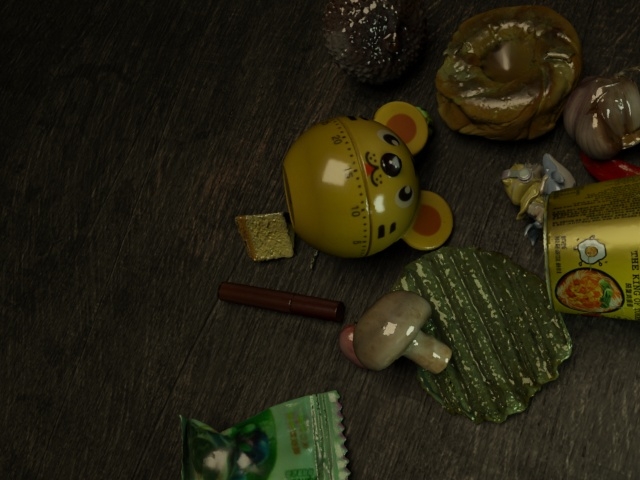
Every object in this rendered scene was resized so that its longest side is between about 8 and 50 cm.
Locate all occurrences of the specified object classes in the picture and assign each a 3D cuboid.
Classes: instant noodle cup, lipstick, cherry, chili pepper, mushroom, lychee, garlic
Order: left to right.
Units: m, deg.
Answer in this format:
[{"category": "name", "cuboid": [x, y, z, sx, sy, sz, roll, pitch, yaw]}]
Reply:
[{"category": "lipstick", "cuboid": [-0.108, 0.156, 1.836, 0.356, 0.057, 0.057, 7, 74, 28]}, {"category": "cherry", "cuboid": [0.087, 0.244, 1.684, 0.086, 0.106, 0.126, -24, 64, 9]}, {"category": "lychee", "cuboid": [0.132, -0.559, 1.869, 0.300, 0.300, 0.300, -8, 68, 21]}, {"category": "mushroom", "cuboid": [0.170, 0.213, 1.573, 0.206, 0.209, 0.206, -27, 22, 12]}, {"category": "instant noodle cup", "cuboid": [0.586, 0.017, 1.417, 0.254, 0.325, 0.326, -3, 70, 23]}, {"category": "garlic", "cuboid": [0.662, -0.284, 1.553, 0.207, 0.256, 0.207, 7, 70, -19]}, {"category": "chili pepper", "cuboid": [0.732, -0.134, 1.548, 0.368, 0.092, 0.137, 18, 67, 26]}]

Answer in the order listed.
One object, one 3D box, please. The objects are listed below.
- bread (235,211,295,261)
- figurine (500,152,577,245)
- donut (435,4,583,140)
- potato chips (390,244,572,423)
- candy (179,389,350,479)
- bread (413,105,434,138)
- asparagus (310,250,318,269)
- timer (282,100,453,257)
[{"category": "bread", "cuboid": [-0.145, -0.022, 1.871, 0.147, 0.152, 0.127, -7, 70, 12]}, {"category": "figurine", "cuboid": [0.493, -0.099, 1.622, 0.183, 0.128, 0.209, 16, 83, 30]}, {"category": "donut", "cuboid": [0.448, -0.400, 1.731, 0.360, 0.170, 0.360, -9, 63, 18]}, {"category": "potato chips", "cuboid": [0.350, 0.188, 1.609, 0.358, 0.070, 0.429, -31, 60, 15]}, {"category": "candy", "cuboid": [-0.132, 0.507, 1.660, 0.397, 0.172, 0.263, -13, 70, 6]}, {"category": "bread", "cuboid": [0.224, -0.283, 1.840, 0.139, 0.071, 0.130, -42, 57, 7]}, {"category": "asparagus", "cuboid": [0.000, 0.000, 1.868, 0.016, 0.016, 0.163, 13, 79, 38]}, {"category": "timer", "cuboid": [0.109, -0.138, 1.701, 0.386, 0.376, 0.376, -12, 64, -9]}]
